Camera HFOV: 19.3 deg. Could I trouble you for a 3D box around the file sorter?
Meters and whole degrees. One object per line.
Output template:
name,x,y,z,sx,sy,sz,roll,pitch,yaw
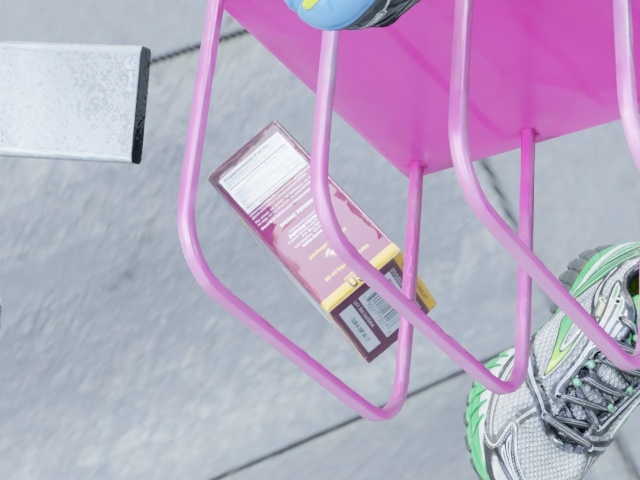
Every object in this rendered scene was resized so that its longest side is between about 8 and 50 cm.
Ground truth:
file sorter,0.109,-0.050,0.829,0.202,0.290,0.182,40,45,-45

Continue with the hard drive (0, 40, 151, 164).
hard drive,-0.203,-0.112,1.518,0.135,0.022,0.094,4,87,21

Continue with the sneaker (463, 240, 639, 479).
sneaker,0.252,0.115,1.754,0.134,0.146,0.343,43,58,-15

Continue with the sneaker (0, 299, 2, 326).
sneaker,-0.277,0.033,0.755,0.292,0.110,0.118,-7,116,0

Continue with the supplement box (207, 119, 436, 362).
supplement box,0.000,0.000,1.578,0.081,0.104,0.188,-41,54,-4

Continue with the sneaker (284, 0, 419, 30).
sneaker,0.059,-0.151,0.694,0.067,0.188,0.078,50,18,20
